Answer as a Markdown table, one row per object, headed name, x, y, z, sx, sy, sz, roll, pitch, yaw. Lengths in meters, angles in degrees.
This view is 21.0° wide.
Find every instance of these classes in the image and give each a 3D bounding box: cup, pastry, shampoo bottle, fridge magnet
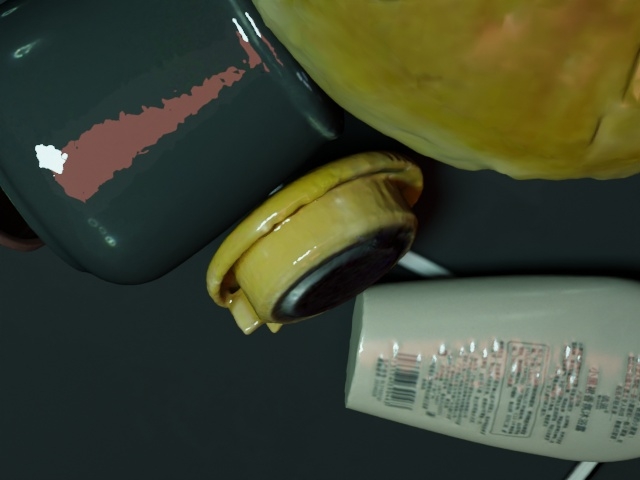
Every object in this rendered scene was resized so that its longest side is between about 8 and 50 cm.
| name | x | y | z | sx | sy | sz | roll | pitch | yaw |
| --- | --- | --- | --- | --- | --- | --- | --- | --- | --- |
| cup | -0.101 | -0.100 | 0.920 | 0.177 | 0.169 | 0.223 | -31 | 99 | 8 |
| pastry | 0.131 | -0.223 | 0.807 | 0.410 | 0.245 | 0.409 | -2 | 118 | -5 |
| shampoo bottle | 0.147 | 0.078 | 1.067 | 0.257 | 0.078 | 0.127 | 7 | 113 | -4 |
| fridge magnet | 0.000 | 0.000 | 0.996 | 0.143 | 0.143 | 0.063 | -37 | 71 | 16 |

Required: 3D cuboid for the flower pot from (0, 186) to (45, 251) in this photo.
| name | x | y | z | sx | sy | sz | roll | pitch | yaw |
| --- | --- | --- | --- | --- | --- | --- | --- | --- | --- |
| flower pot | -0.212 | -0.032 | 0.987 | 0.089 | 0.111 | 0.111 | -22 | 118 | 25 |
